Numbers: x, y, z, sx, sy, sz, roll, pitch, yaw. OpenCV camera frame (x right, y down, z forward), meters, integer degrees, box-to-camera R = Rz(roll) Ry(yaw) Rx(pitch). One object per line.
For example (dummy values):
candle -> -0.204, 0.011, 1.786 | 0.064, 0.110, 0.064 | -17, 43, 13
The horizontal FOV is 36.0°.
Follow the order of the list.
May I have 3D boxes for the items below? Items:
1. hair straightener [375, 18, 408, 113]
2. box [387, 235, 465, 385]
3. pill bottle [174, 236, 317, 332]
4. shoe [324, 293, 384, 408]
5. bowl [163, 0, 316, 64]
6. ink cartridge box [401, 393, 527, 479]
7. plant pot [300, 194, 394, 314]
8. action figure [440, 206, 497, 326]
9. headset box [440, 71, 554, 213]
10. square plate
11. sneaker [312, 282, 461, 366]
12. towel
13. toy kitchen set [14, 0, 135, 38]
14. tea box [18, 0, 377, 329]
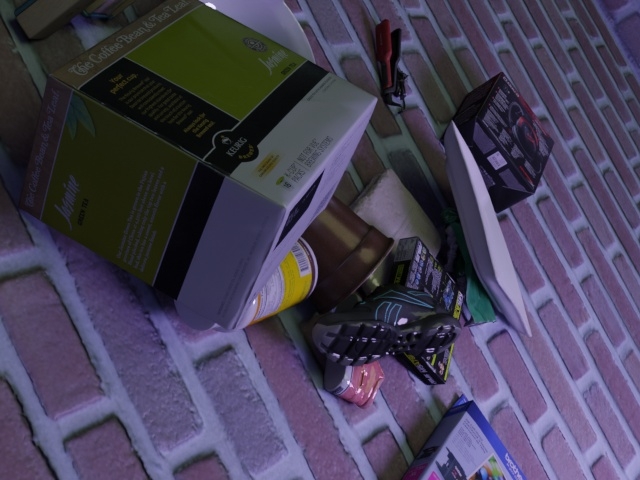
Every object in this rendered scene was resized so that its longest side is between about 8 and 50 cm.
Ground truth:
hair straightener -> 0.164, -0.358, 2.079 | 0.089, 0.047, 0.230 | 24, 49, -39
box -> 0.176, 0.121, 1.691 | 0.184, 0.045, 0.190 | 50, 45, -39
pill bottle -> -0.106, 0.059, 1.393 | 0.215, 0.117, 0.117 | -20, 81, -54
shoe -> 0.057, 0.176, 1.557 | 0.081, 0.063, 0.178 | 36, 47, -31
bowl -> -0.154, -0.297, 1.579 | 0.298, 0.134, 0.298 | 29, 46, -35
ink cartridge box -> 0.247, 0.396, 1.626 | 0.186, 0.065, 0.311 | 56, 34, -4
plant pot -> 0.000, 0.000, 1.538 | 0.165, 0.167, 0.167 | 45, 37, -7
action figure -> 0.271, 0.048, 1.876 | 0.137, 0.063, 0.232 | 18, 58, -69
headset box -> 0.409, -0.231, 2.228 | 0.218, 0.110, 0.293 | 50, 36, -12
square plate -> 0.321, -0.011, 1.928 | 0.347, 0.049, 0.344 | 48, 26, -58
sneaker -> 0.090, 0.126, 1.516 | 0.267, 0.101, 0.106 | 3, 45, -37
towel -> 0.117, 0.000, 1.765 | 0.187, 0.049, 0.282 | 52, 37, -8
toy kitchen set -> -0.376, -0.393, 1.430 | 0.166, 0.122, 0.207 | 57, 15, -3
tea box -> -0.152, -0.118, 1.286 | 0.323, 0.220, 0.329 | 31, 38, 5
